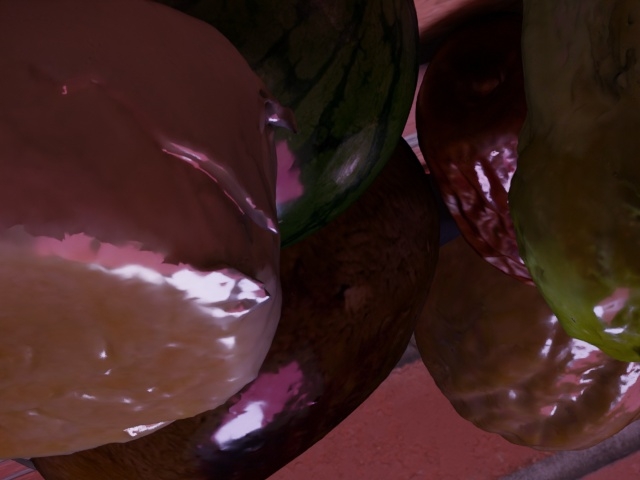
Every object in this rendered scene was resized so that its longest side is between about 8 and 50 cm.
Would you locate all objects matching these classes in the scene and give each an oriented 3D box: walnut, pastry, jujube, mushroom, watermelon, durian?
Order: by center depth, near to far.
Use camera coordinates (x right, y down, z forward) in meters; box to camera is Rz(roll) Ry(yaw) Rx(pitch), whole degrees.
[{"bbox_3d":[-0.133,0.000,0.809,0.265,0.133,0.265,-3,146,-2],"label":"pastry"},{"bbox_3d":[-0.035,-0.060,0.959,0.232,0.127,0.204,-31,167,12],"label":"watermelon"},{"bbox_3d":[0.189,-0.077,1.067,0.204,0.340,0.256,-5,158,32],"label":"durian"},{"bbox_3d":[0.156,-0.065,1.304,0.190,0.190,0.255,-27,151,25],"label":"jujube"},{"bbox_3d":[-0.059,0.050,1.317,0.345,0.239,0.345,-18,-159,7],"label":"mushroom"},{"bbox_3d":[0.252,0.050,1.924,0.333,0.333,0.333,-23,172,-3],"label":"walnut"}]

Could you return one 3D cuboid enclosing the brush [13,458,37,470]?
[{"bbox_3d":[-0.268,0.104,1.333,0.027,0.190,0.034,-63,-165,1],"label":"brush"}]

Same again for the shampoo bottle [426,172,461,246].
[{"bbox_3d":[0.000,0.000,1.620,0.098,0.071,0.309,-27,171,34],"label":"shampoo bottle"}]
